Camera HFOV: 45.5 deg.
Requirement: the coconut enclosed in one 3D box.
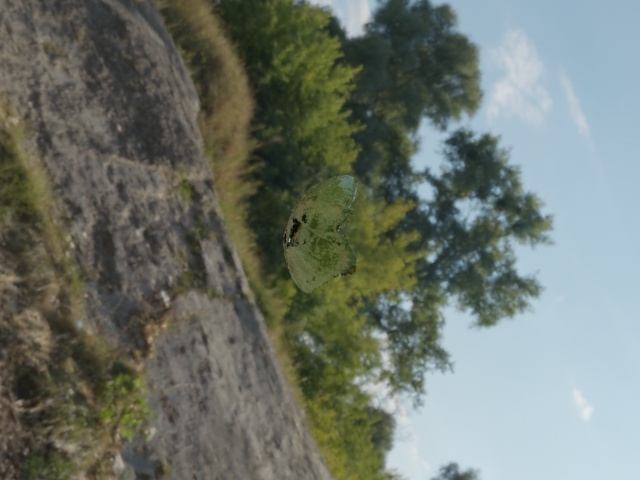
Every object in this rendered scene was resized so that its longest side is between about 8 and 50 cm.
[{"bbox_3d":[-0.004,-0.003,0.896,0.158,0.055,0.133,-68,-152,24],"label":"coconut"}]
